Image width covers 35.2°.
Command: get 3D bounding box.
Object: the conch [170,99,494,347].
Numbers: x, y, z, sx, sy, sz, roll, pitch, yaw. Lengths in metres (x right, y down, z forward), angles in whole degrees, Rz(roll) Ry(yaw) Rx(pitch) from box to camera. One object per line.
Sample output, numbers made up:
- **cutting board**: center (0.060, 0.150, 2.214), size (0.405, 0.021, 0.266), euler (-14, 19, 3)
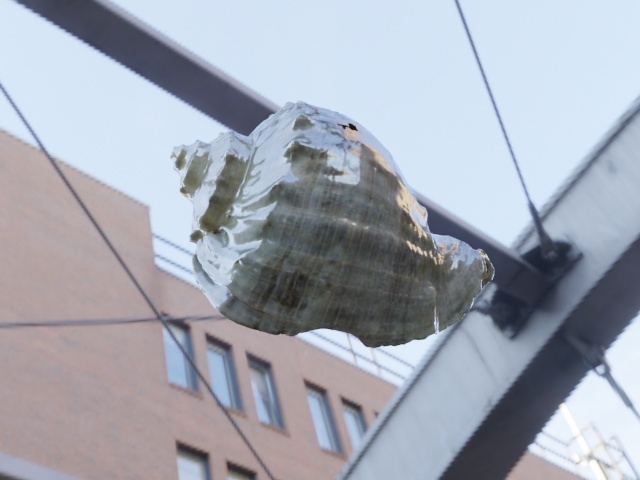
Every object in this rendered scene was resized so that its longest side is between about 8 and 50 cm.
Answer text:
- **conch**: center (0.000, 0.000, 0.600), size (0.207, 0.155, 0.130), euler (28, -28, -4)
